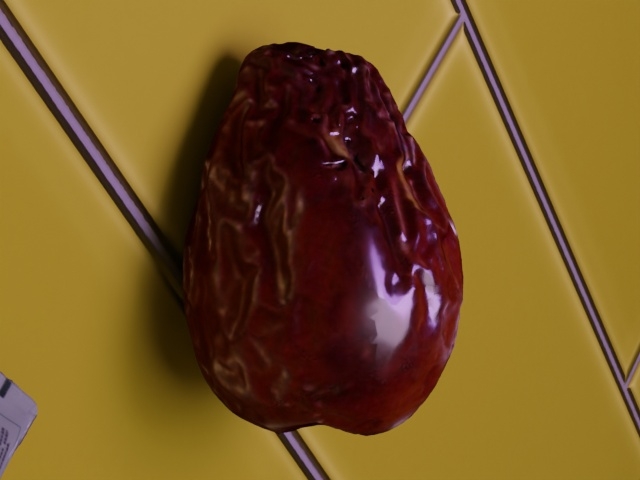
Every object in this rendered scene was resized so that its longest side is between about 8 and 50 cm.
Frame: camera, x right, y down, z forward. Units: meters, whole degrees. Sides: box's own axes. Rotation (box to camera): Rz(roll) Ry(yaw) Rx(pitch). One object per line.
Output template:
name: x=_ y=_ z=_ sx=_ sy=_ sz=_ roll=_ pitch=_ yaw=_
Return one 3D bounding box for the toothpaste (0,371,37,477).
toothpaste: x=-0.208 y=0.164 z=0.931 sx=0.064 sy=0.041 sz=0.218 roll=49 pitch=55 yaw=-44

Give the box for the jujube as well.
jujube: x=0.000 y=0.000 z=1.088 sx=0.168 sy=0.168 sz=0.236 roll=10 pitch=74 yaw=-57
